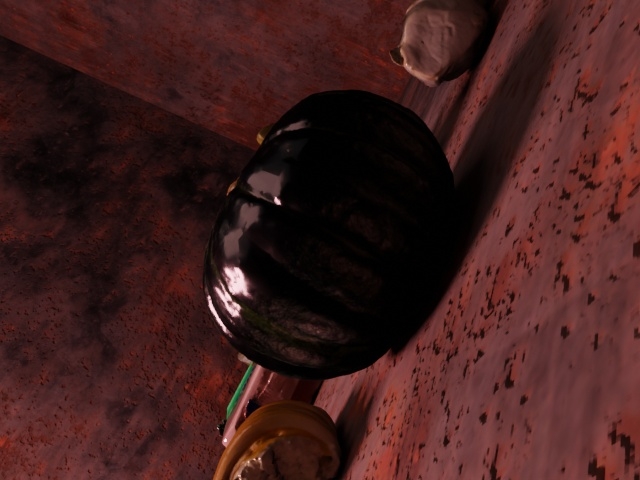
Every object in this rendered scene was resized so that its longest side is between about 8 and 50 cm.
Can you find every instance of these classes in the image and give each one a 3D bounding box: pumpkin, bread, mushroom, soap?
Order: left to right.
[{"bbox_3d":[-0.037,0.187,0.565,0.177,0.084,0.119,83,-148,-83],"label":"bread"},{"bbox_3d":[-0.066,0.221,1.021,0.218,0.098,0.273,-59,2,-9],"label":"soap"},{"bbox_3d":[0.006,-0.004,0.524,0.220,0.162,0.220,-62,6,11],"label":"pumpkin"},{"bbox_3d":[0.162,-0.279,0.893,0.109,0.097,0.351,-65,-1,33],"label":"mushroom"}]

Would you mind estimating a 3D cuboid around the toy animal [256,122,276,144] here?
[{"bbox_3d":[-0.007,-0.019,0.891,0.181,0.180,0.363,-22,-14,-24],"label":"toy animal"}]

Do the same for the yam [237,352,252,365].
[{"bbox_3d":[-0.055,0.138,1.285,0.154,0.154,0.254,115,175,-65],"label":"yam"}]
